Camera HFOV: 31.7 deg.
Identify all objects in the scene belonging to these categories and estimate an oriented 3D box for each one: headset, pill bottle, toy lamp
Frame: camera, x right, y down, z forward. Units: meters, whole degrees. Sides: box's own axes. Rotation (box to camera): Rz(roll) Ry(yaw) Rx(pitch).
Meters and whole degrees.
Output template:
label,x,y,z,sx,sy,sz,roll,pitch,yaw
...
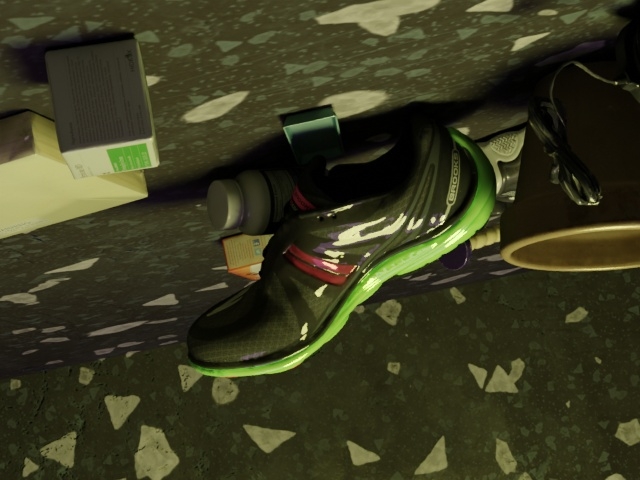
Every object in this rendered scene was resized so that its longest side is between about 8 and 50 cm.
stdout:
label,x,y,z,sx,sy,sz,roll,pitch,yaw
headset,0.403,-0.185,1.181,0.394,0.185,0.243,-22,170,-6
pill bottle,-0.069,-0.055,1.578,0.169,0.094,0.094,-5,168,-30
toy lamp,0.311,-0.019,1.906,0.274,0.080,0.080,-17,175,-41

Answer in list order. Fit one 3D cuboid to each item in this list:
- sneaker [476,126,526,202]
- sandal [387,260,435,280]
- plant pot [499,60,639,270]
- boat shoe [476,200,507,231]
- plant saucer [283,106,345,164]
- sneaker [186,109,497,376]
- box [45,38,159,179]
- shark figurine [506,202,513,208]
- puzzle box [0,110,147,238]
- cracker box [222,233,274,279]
label,x,y,z,sx,sy,sz,roll,pitch,yaw
sneaker,0.336,-0.120,1.693,0.268,0.101,0.153,-12,172,32
sandal,0.135,-0.050,1.870,0.167,0.107,0.446,-13,156,-4
plant pot,0.349,-0.095,1.417,0.263,0.229,0.263,-2,168,0
boat shoe,0.280,-0.047,2.058,0.080,0.076,0.228,-7,168,-24
plant saucer,-0.007,-0.133,1.448,0.067,0.018,0.192,-12,169,2
sneaker,0.000,0.000,1.506,0.482,0.202,0.185,-38,-155,7
box,-0.203,-0.122,1.058,0.087,0.102,0.101,-9,170,-7
shark figurine,0.352,-0.078,1.847,0.166,0.278,0.116,16,126,-1
puzzle box,-0.445,-0.045,1.327,0.408,0.052,0.272,-14,170,14
cracker box,-0.041,0.009,2.023,0.232,0.067,0.155,-15,169,12
